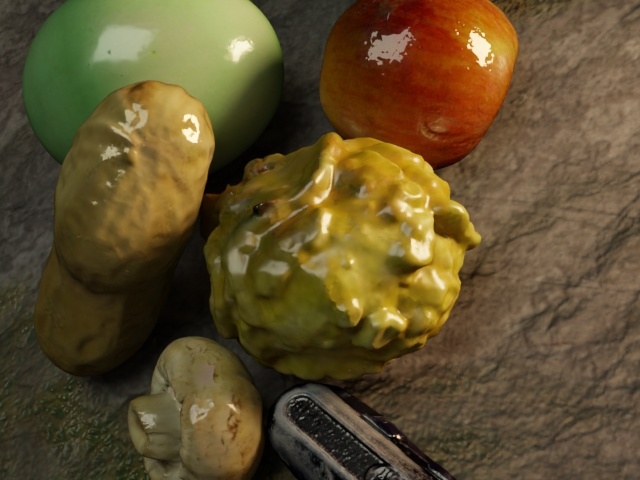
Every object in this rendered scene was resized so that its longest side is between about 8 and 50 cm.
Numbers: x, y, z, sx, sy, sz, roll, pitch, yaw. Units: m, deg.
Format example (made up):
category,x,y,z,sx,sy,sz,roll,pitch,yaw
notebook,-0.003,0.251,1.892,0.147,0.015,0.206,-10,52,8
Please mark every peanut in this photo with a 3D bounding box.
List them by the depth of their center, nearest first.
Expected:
category,x,y,z,sx,sy,sz,roll,pitch,yaw
peanut,-0.191,-0.002,1.181,0.147,0.147,0.319,55,131,41

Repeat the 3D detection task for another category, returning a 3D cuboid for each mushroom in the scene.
category,x,y,z,sx,sy,sz,roll,pitch,yaw
mushroom,-0.108,0.158,1.108,0.112,0.148,0.148,-8,43,-26

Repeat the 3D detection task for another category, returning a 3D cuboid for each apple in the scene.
category,x,y,z,sx,sy,sz,roll,pitch,yaw
apple,0.094,-0.161,1.210,0.173,0.160,0.195,15,63,12

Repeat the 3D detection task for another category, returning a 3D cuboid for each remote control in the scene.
category,x,y,z,sx,sy,sz,roll,pitch,yaw
remote control,0.049,0.198,1.031,0.090,0.066,0.266,-51,49,-4

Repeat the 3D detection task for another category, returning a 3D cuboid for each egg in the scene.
category,x,y,z,sx,sy,sz,roll,pitch,yaw
egg,-0.169,-0.161,1.298,0.270,0.220,0.220,-7,55,17

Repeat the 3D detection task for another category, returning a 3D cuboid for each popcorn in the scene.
category,x,y,z,sx,sy,sz,roll,pitch,yaw
popcorn,0.000,0.000,1.111,0.266,0.192,0.233,28,74,39
